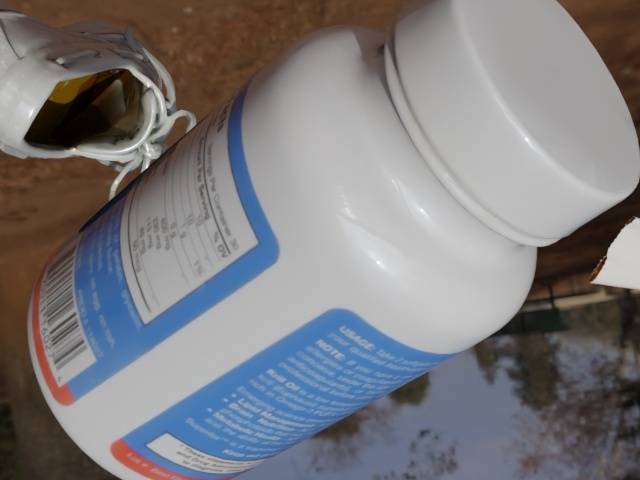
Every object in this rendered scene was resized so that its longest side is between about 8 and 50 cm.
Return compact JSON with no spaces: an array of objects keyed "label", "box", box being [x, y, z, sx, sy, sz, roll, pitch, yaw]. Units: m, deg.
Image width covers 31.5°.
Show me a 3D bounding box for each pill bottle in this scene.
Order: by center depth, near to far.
[{"label":"pill bottle","box":[0.000,0.000,0.417,0.221,0.124,0.124,-34,163,35]}]

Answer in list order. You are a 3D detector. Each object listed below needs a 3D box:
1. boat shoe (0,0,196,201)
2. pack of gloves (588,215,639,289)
[{"label":"boat shoe","box":[-0.176,-0.106,0.924,0.156,0.136,0.367,33,-175,9]},{"label":"pack of gloves","box":[0.390,-0.003,1.016,0.232,0.046,0.195,10,130,-22]}]
